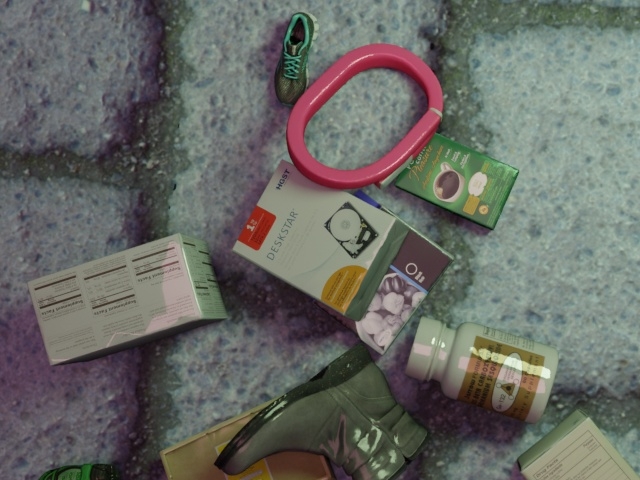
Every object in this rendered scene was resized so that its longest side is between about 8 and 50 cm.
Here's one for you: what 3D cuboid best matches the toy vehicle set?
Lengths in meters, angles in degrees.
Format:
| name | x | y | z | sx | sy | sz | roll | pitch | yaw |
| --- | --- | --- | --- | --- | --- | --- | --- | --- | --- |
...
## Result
| name | x | y | z | sx | sy | sz | roll | pitch | yaw |
| --- | --- | --- | --- | --- | --- | --- | --- | --- | --- |
| toy vehicle set | -0.125 | 0.380 | 1.828 | 0.266 | 0.035 | 0.166 | -25 | 64 | 5 |

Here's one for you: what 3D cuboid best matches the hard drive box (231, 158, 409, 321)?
| name | x | y | z | sx | sy | sz | roll | pitch | yaw |
| --- | --- | --- | --- | --- | --- | --- | --- | --- | --- |
| hard drive box | 0.000 | 0.000 | 1.798 | 0.232 | 0.089 | 0.181 | 28 | 89 | 23 |

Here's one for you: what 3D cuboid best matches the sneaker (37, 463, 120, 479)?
| name | x | y | z | sx | sy | sz | roll | pitch | yaw |
| --- | --- | --- | --- | --- | --- | --- | --- | --- | --- |
| sneaker | -0.427 | 0.553 | 1.853 | 0.146 | 0.134 | 0.344 | 0 | 79 | 13 |

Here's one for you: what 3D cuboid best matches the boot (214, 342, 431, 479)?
| name | x | y | z | sx | sy | sz | roll | pitch | yaw |
| --- | --- | --- | --- | --- | --- | --- | --- | --- | --- |
| boot | 0.016 | 0.331 | 1.736 | 0.338 | 0.118 | 0.223 | -32 | 82 | -27 |

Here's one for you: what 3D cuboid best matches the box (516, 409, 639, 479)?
| name | x | y | z | sx | sy | sz | roll | pitch | yaw |
| --- | --- | --- | --- | --- | --- | --- | --- | --- | --- |
| box | 0.469 | 0.438 | 1.742 | 0.148 | 0.121 | 0.311 | -39 | 84 | 4 |

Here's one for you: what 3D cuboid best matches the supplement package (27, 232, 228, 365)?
| name | x | y | z | sx | sy | sz | roll | pitch | yaw |
| --- | --- | --- | --- | --- | --- | --- | --- | --- | --- |
| supplement package | -0.313 | 0.100 | 1.802 | 0.261 | 0.204 | 0.145 | -17 | 84 | 6 |

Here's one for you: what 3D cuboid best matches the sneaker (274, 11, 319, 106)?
| name | x | y | z | sx | sy | sz | roll | pitch | yaw |
| --- | --- | --- | --- | --- | --- | --- | --- | --- | --- |
| sneaker | -0.048 | -0.314 | 1.849 | 0.065 | 0.076 | 0.167 | 9 | 89 | 8 |

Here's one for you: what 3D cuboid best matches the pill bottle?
| name | x | y | z | sx | sy | sz | roll | pitch | yaw |
| --- | --- | --- | --- | --- | --- | --- | --- | --- | --- |
| pill bottle | 0.260 | 0.205 | 1.769 | 0.229 | 0.131 | 0.131 | 17 | 90 | 7 |

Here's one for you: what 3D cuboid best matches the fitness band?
| name | x | y | z | sx | sy | sz | roll | pitch | yaw |
| --- | --- | --- | --- | --- | --- | --- | --- | --- | --- |
| fitness band | 0.075 | -0.204 | 1.793 | 0.209 | 0.054 | 0.291 | 39 | 71 | 15 |

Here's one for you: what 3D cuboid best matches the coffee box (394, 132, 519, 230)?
| name | x | y | z | sx | sy | sz | roll | pitch | yaw |
| --- | --- | --- | --- | --- | --- | --- | --- | --- | --- |
| coffee box | 0.229 | -0.104 | 1.828 | 0.184 | 0.040 | 0.113 | 23 | 90 | 6 |

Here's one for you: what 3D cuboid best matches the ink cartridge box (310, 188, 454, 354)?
| name | x | y | z | sx | sy | sz | roll | pitch | yaw |
| --- | --- | --- | --- | --- | --- | --- | --- | --- | --- |
| ink cartridge box | 0.084 | 0.051 | 1.839 | 0.208 | 0.045 | 0.206 | 36 | 93 | 8 |
